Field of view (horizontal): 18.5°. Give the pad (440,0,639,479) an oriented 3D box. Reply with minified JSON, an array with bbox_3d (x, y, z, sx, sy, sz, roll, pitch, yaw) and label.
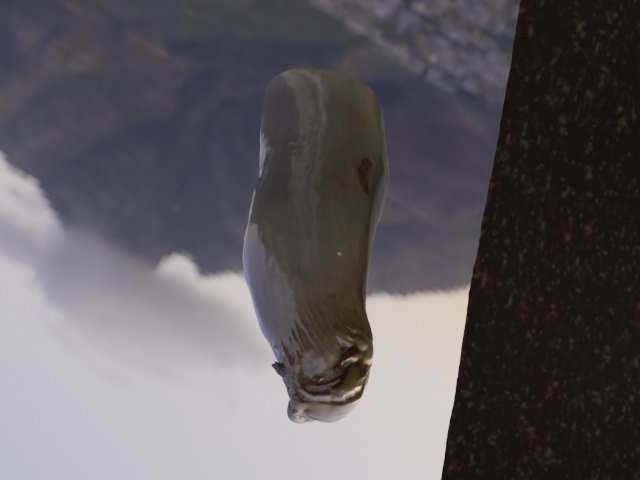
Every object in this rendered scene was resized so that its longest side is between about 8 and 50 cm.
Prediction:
[{"bbox_3d":[0.158,0.003,0.888,0.220,0.330,0.004,15,172,-32],"label":"pad"}]

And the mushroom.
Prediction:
[{"bbox_3d":[0.000,0.001,1.847,0.397,0.126,0.177,-82,-22,-52],"label":"mushroom"}]
